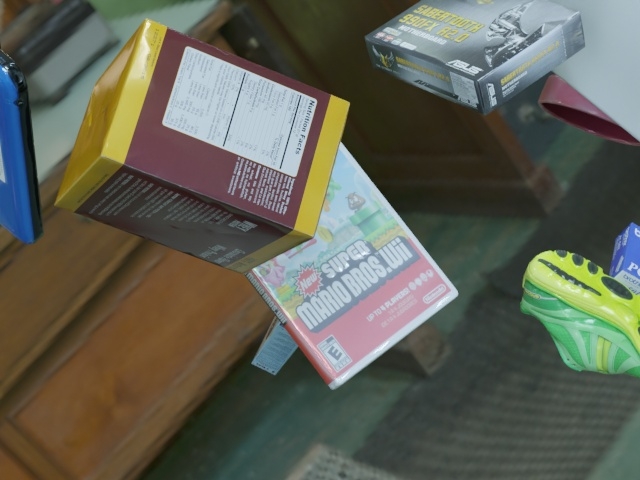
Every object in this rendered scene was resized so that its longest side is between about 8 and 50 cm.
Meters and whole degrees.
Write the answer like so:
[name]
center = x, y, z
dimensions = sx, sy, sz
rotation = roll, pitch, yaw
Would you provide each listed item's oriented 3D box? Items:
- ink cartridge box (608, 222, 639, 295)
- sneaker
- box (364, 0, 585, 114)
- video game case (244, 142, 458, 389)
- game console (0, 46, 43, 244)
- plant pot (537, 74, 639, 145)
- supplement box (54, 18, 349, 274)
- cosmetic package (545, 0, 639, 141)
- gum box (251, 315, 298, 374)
[ink cartridge box]
center = 0.498, 0.067, 1.874
dimensions = 0.046, 0.207, 0.097
rotation = -55, 9, 47
[sneaker]
center = 0.395, 0.130, 1.828
dimensions = 0.109, 0.295, 0.123
rotation = -33, -26, -39
[box]
center = 0.199, -0.260, 1.777
dimensions = 0.183, 0.056, 0.231
rotation = -35, 39, -20
[video game case]
center = 0.000, 0.000, 1.519
dimensions = 0.204, 0.285, 0.025
rotation = -34, -7, -34
[game console]
center = -0.354, -0.187, 1.526
dimensions = 0.250, 0.293, 0.173
rotation = 38, 58, 20
[plant pot]
center = 0.505, -0.284, 2.370
dimensions = 0.201, 0.201, 0.180
rotation = 22, 90, 61
[supplement box]
center = -0.109, -0.075, 1.213
dimensions = 0.191, 0.194, 0.129
rotation = -27, 45, 65
[cosmetic package]
center = 0.425, -0.314, 1.894
dimensions = 0.156, 0.385, 0.217
rotation = -37, -17, -41
[gum box]
center = -0.026, 0.081, 1.802
dimensions = 0.157, 0.041, 0.184
rotation = -65, 4, -25
